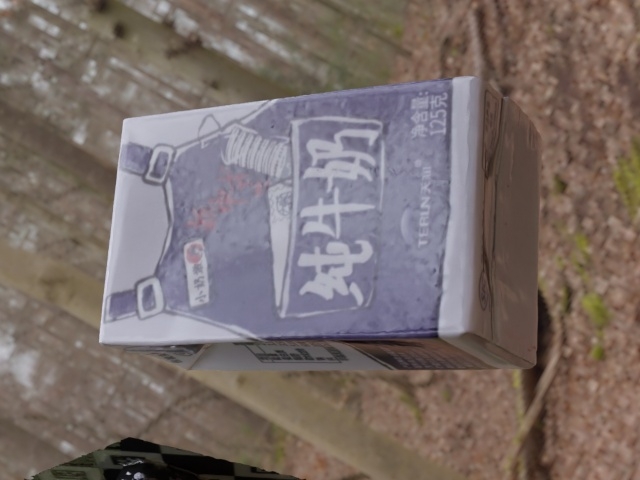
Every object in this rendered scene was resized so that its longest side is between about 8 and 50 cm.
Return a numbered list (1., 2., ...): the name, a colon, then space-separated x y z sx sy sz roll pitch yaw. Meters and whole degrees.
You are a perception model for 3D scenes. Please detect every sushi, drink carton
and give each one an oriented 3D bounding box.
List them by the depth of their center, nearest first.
1. sushi: -0.058 0.116 0.554 0.126 0.120 0.026 -27 52 48
2. drink carton: -0.001 -0.001 0.737 0.102 0.222 0.134 25 -115 -59
